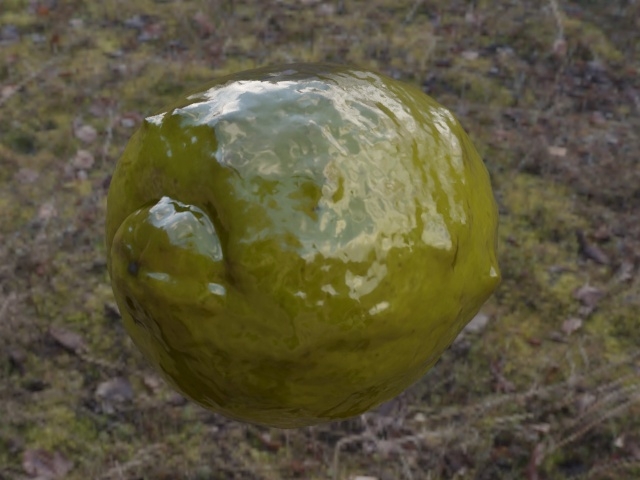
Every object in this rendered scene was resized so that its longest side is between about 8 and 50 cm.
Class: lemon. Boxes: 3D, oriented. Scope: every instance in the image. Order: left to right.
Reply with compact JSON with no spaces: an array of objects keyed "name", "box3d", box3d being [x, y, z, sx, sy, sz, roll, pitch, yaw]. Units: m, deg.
[{"name":"lemon","box3d":[-0.005,0.002,0.800,0.285,0.316,0.285,-13,64,27]}]
